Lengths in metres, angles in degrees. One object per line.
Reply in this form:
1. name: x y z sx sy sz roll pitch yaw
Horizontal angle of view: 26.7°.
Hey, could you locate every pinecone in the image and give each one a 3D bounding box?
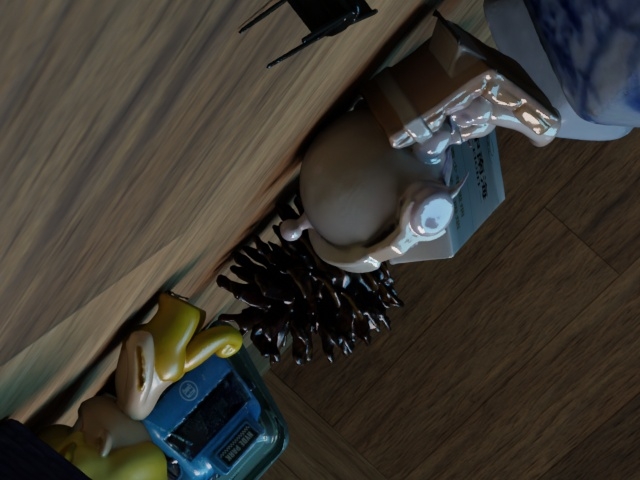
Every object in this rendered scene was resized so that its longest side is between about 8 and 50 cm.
1. pinecone: -0.017 0.044 1.250 0.165 0.163 0.163 -33 175 -4

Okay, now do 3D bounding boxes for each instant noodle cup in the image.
1. instant noodle cup: -0.127 0.199 1.545 0.070 0.179 0.157 -6 146 -42

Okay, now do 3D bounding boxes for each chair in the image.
1. chair: 0.002 -0.117 0.653 0.086 0.037 0.042 -39 -178 -40

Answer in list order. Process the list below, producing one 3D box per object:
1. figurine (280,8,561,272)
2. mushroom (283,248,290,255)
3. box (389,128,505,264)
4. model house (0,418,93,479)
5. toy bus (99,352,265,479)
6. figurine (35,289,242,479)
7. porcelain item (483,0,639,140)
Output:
1. figurine: 0.072 -0.066 1.109 0.237 0.141 0.162 -45 -143 11
2. mushroom: 0.000 0.000 1.541 0.209 0.071 0.084 131 -29 -61
3. box: 0.116 -0.082 1.314 0.067 0.155 0.243 -4 -168 21
4. model house: -0.223 0.290 0.905 0.280 0.245 0.312 -53 179 -44
5. toy bus: -0.147 0.187 1.308 0.113 0.134 0.246 -45 177 -29
6. figurine: -0.162 0.158 1.071 0.246 0.131 0.156 -61 173 0
7. porcelain item: 0.262 -0.209 1.033 0.179 0.242 0.405 -21 174 -11
